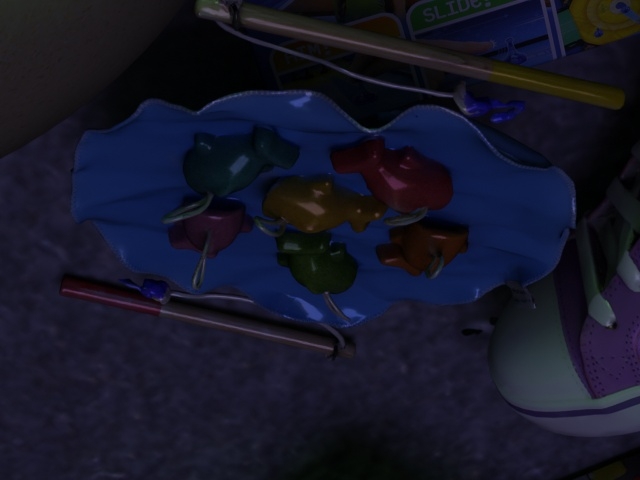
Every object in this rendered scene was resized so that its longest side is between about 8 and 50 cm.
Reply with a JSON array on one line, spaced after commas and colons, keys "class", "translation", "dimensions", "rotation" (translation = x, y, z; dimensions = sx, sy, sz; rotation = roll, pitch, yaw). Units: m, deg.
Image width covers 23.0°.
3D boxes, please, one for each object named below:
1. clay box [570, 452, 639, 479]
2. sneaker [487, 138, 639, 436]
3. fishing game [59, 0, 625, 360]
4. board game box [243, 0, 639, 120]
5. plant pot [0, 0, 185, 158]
[{"class": "clay box", "translation": [0.172, 0.165, 0.783], "dimensions": [0.222, 0.053, 0.127], "rotation": [-24, 126, 11]}, {"class": "sneaker", "translation": [0.143, -0.037, 0.584], "dimensions": [0.282, 0.102, 0.161], "rotation": [-37, 128, 28]}, {"class": "fishing game", "translation": [0.000, 0.000, 0.573], "dimensions": [0.189, 0.041, 0.264], "rotation": [13, 155, -18]}, {"class": "board game box", "translation": [0.061, -0.125, 0.564], "dimensions": [0.201, 0.035, 0.136], "rotation": [-16, 127, 4]}, {"class": "plant pot", "translation": [-0.155, -0.115, 0.422], "dimensions": [0.284, 0.191, 0.284], "rotation": [1, 125, 1]}]
